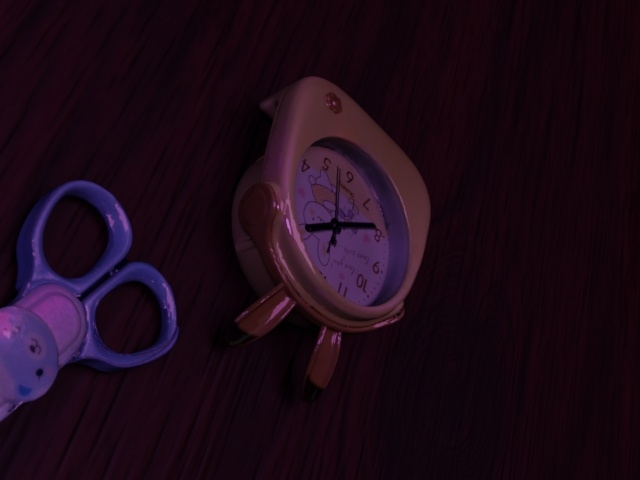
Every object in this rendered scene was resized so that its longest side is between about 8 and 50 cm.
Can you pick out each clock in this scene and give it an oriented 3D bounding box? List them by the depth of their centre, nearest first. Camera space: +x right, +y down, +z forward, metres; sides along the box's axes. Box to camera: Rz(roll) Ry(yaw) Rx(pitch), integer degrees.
[{"bbox_3d":[0.000,0.000,0.736,0.170,0.069,0.232,43,47,-30],"label":"clock"}]

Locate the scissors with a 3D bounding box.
[{"bbox_3d":[-0.172,0.064,0.534,0.125,0.030,0.256,59,37,-14],"label":"scissors"}]
